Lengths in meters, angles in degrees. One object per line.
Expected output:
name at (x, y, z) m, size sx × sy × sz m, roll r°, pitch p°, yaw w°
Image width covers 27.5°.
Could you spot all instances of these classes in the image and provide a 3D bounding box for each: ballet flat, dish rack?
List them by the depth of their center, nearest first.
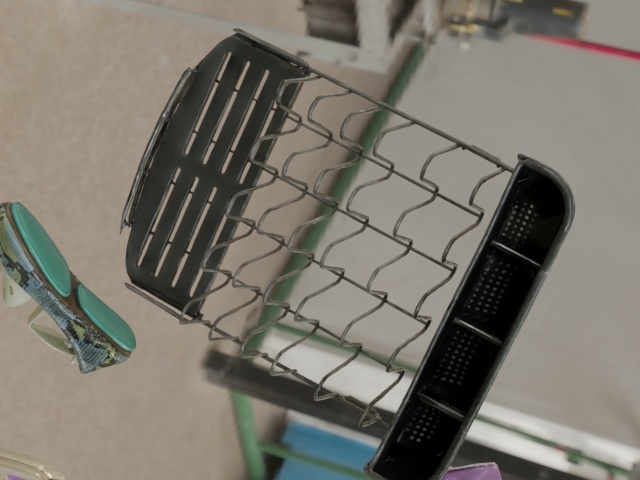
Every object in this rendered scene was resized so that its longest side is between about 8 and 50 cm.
dish rack at (0.000, 0.000, 0.797) m, size 0.208 × 0.271 × 0.074 m, roll -65°, pitch 164°, yaw 11°
ballet flat at (-0.229, 0.048, 1.099) m, size 0.188 × 0.070 × 0.070 m, roll 56°, pitch 47°, yaw -33°

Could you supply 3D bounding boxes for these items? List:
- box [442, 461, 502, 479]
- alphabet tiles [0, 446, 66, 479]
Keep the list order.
box at (0.069, 0.299, 0.881) m, size 0.213 × 0.117 × 0.243 m, roll 108°, pitch -29°, yaw -65°
alphabet tiles at (-0.280, 0.242, 1.161) m, size 0.284 × 0.278 × 0.021 m, roll 95°, pitch 12°, yaw -58°
